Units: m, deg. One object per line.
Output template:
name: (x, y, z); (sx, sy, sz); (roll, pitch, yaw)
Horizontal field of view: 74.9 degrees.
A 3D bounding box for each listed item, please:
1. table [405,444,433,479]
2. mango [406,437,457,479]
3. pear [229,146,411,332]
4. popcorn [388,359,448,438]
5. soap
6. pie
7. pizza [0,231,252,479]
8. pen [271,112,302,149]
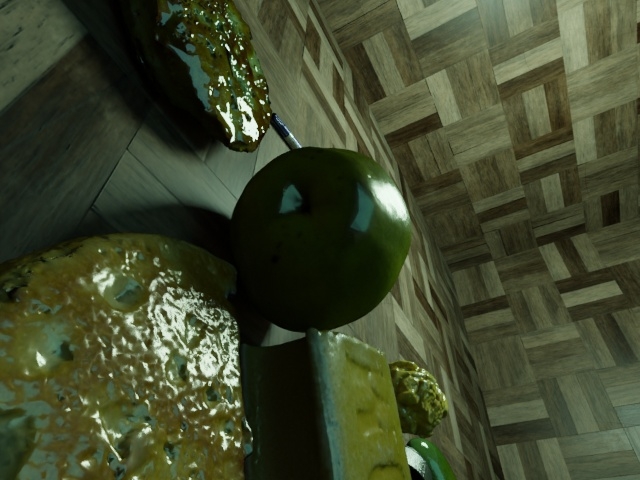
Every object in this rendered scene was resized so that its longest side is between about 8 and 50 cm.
table: (0.134, 0.438, 0.756); (0.134, 0.133, 0.043); (68, 22, -4)
mango: (0.273, 0.598, 1.000); (0.156, 0.114, 0.251); (2, 57, -57)
pear: (0.000, 0.000, 0.646); (0.294, 0.294, 0.295); (51, 28, -41)
popcorn: (0.209, 0.378, 0.968); (0.140, 0.163, 0.194); (-50, 148, -40)
soap: (0.019, 0.307, 0.572); (0.293, 0.156, 0.335); (46, 32, -55)
pie: (-0.187, -0.310, 0.685); (0.288, 0.102, 0.355); (-25, 98, -69)
pizza: (-0.160, 0.128, 0.337); (0.278, 0.113, 0.409); (61, 23, -19)
pen: (-0.061, -0.235, 1.032); (0.204, 0.025, 0.025); (48, 30, -45)
